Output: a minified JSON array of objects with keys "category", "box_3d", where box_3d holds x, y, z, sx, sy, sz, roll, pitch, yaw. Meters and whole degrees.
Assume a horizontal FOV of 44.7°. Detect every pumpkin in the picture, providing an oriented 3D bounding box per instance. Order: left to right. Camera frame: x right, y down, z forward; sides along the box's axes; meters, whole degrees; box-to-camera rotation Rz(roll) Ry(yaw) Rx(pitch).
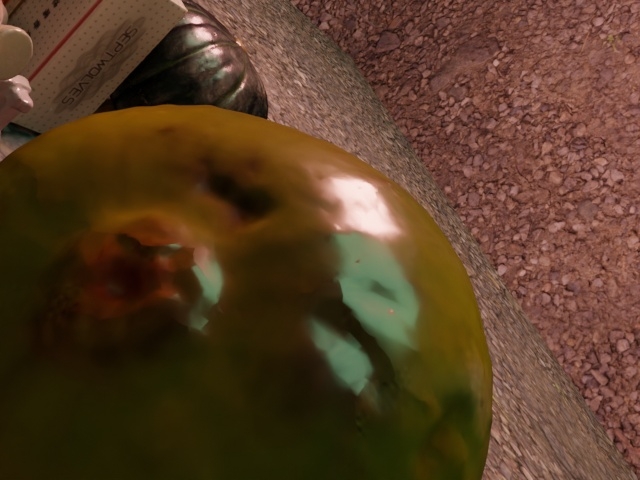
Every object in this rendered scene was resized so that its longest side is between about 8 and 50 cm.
[{"category":"pumpkin","box_3d":[-0.181,-0.185,0.964,0.250,0.216,0.249,158,-90,-78]}]

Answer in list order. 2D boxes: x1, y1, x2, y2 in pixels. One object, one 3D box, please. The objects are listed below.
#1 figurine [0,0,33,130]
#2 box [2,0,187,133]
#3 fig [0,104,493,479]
[{"category":"figurine","box_3d":[-0.364,-0.219,0.711,0.182,0.144,0.256,-9,59,-46]},{"category":"box","box_3d":[-0.308,-0.303,0.873,0.330,0.210,0.095,57,19,25]},{"category":"fig","box_3d":[-0.060,0.094,0.477,0.343,0.343,0.343,43,18,-17]}]
